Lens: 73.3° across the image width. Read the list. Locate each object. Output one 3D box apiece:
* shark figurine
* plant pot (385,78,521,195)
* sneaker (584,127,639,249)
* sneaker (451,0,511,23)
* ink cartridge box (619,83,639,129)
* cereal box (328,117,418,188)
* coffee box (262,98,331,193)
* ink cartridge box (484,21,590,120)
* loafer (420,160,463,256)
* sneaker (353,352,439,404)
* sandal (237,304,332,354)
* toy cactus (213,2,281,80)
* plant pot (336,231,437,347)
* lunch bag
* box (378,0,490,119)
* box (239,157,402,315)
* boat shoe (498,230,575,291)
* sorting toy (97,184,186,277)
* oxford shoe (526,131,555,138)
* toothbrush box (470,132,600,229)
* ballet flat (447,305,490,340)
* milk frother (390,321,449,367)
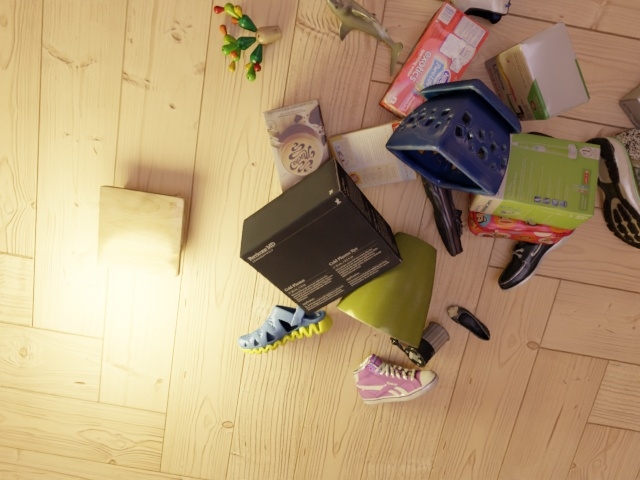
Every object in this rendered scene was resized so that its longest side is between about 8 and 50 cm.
[{"bbox_3d":[0.116,-0.607,1.245,0.278,0.166,0.116,29,128,-23],"label":"shark figurine"},{"bbox_3d":[0.347,-0.269,1.104,0.235,0.236,0.212,28,90,-28],"label":"plant pot"},{"bbox_3d":[0.963,-0.157,1.296,0.181,0.158,0.411,-29,103,-2],"label":"sneaker"},{"bbox_3d":[0.500,-0.718,1.193,0.315,0.127,0.182,-28,104,14],"label":"sneaker"},{"bbox_3d":[1.024,-0.423,1.258,0.208,0.087,0.153,-41,98,10],"label":"ink cartridge box"},{"bbox_3d":[0.157,-0.248,1.271,0.239,0.047,0.173,-5,114,28],"label":"cereal box"},{"bbox_3d":[-0.053,-0.252,1.298,0.167,0.119,0.298,-13,102,3],"label":"coffee box"},{"bbox_3d":[0.573,-0.438,1.167,0.116,0.278,0.202,-25,101,9],"label":"ink cartridge box"},{"bbox_3d":[0.400,-0.100,1.335,0.095,0.109,0.303,-21,99,1],"label":"loafer"},{"bbox_3d":[0.239,0.447,1.437,0.281,0.102,0.161,-21,96,21],"label":"sneaker"},{"bbox_3d":[-0.127,0.273,1.424,0.316,0.126,0.138,-21,98,-3],"label":"sandal"},{"bbox_3d":[-0.204,-0.586,1.245,0.180,0.112,0.219,-20,93,-5],"label":"toy cactus"},{"bbox_3d":[0.234,0.133,1.329,0.274,0.275,0.294,26,85,-5],"label":"plant pot"},{"bbox_3d":[0.597,-0.131,1.287,0.292,0.120,0.259,5,76,8],"label":"lunch bag"},{"bbox_3d":[0.315,-0.484,1.228,0.154,0.142,0.300,30,102,-6],"label":"box"},{"bbox_3d":[0.000,0.000,1.241,0.343,0.179,0.312,-32,126,19],"label":"box"},{"bbox_3d":[0.660,0.030,1.360,0.091,0.114,0.302,43,88,-9],"label":"boat shoe"},{"bbox_3d":[-0.558,-0.033,1.371,0.256,0.089,0.256,9,103,-1],"label":"sorting toy"},{"bbox_3d":[0.719,-0.260,1.294,0.227,0.096,0.083,30,101,1],"label":"oxford shoe"},{"bbox_3d":[0.577,-0.167,1.172,0.282,0.122,0.207,12,76,8],"label":"toothbrush box"},{"bbox_3d":[0.501,0.275,1.442,0.173,0.049,0.058,33,100,-6],"label":"ballet flat"},{"bbox_3d":[0.328,0.333,1.440,0.134,0.129,0.143,-37,68,-26],"label":"milk frother"}]
